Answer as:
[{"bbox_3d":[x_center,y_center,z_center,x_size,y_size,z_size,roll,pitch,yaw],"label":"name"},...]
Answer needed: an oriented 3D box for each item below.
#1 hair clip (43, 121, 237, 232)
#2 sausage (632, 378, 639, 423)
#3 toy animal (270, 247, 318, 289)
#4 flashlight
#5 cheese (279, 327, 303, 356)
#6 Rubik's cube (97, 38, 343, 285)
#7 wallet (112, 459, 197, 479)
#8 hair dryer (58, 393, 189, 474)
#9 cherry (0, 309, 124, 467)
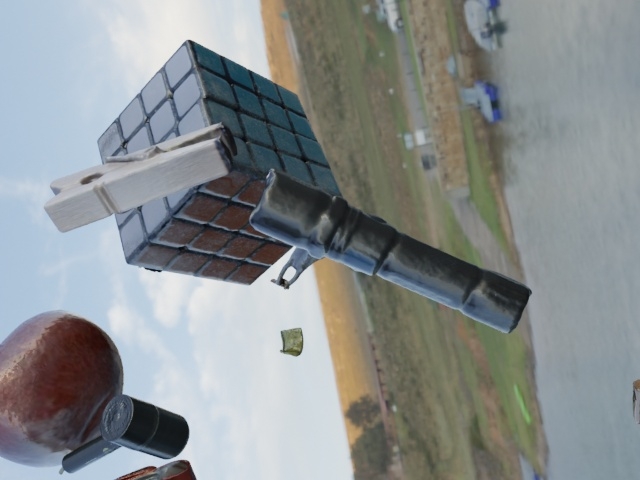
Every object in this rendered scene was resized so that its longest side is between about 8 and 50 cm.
[{"bbox_3d":[-0.302,-0.110,1.290,0.101,0.330,0.085,-98,-10,-52],"label":"hair clip"},{"bbox_3d":[0.529,0.269,1.265,0.026,0.026,0.116,-93,-14,-45],"label":"sausage"},{"bbox_3d":[-0.014,0.018,1.925,0.225,0.302,0.284,40,-171,8],"label":"toy animal"},{"bbox_3d":[0.105,0.019,1.103,0.103,0.423,0.103,-157,90,-89],"label":"flashlight"},{"bbox_3d":[-0.072,0.256,1.856,0.084,0.060,0.041,-82,-23,-45],"label":"cheese"},{"bbox_3d":[-0.217,-0.146,1.609,0.344,0.343,0.337,16,-137,-47],"label":"Rubik's cube"},{"bbox_3d":[-0.251,0.446,1.240,0.045,0.142,0.205,-117,11,-55],"label":"wallet"},{"bbox_3d":[-0.316,0.313,1.162,0.124,0.219,0.072,39,-152,-44],"label":"hair dryer"},{"bbox_3d":[-0.453,0.247,1.273,0.307,0.221,0.261,27,-104,-76],"label":"cherry"}]
